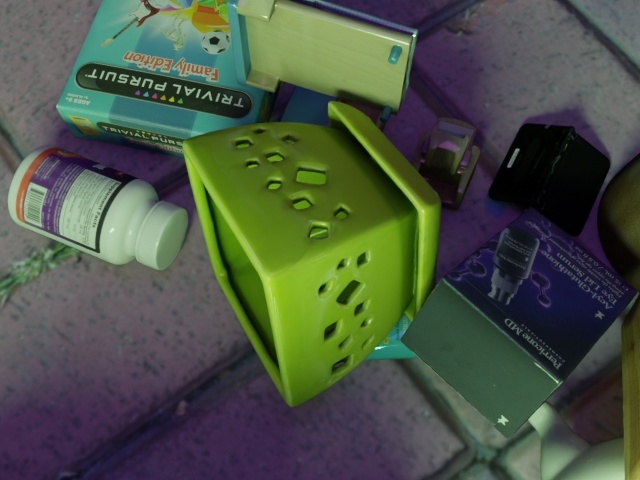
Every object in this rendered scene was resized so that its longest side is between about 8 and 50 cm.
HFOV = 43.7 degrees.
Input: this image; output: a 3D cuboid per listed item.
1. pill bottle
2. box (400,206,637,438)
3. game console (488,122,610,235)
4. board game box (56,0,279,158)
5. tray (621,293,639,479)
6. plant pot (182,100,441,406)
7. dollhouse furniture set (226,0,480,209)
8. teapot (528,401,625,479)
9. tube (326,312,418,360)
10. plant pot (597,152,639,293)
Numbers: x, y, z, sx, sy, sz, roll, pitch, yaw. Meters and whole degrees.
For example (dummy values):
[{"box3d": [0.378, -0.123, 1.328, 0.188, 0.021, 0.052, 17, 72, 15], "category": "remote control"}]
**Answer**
[{"box3d": [-0.263, -0.035, 0.960, 0.193, 0.108, 0.108, 21, 69, 10], "category": "pill bottle"}, {"box3d": [0.213, 0.081, 0.849, 0.153, 0.108, 0.207, 41, 44, 16], "category": "box"}, {"box3d": [0.290, -0.079, 1.011, 0.107, 0.071, 0.122, 12, 64, 40], "category": "game console"}, {"box3d": [-0.168, -0.277, 1.075, 0.253, 0.079, 0.336, 12, 68, 7], "category": "board game box"}, {"box3d": [0.384, 0.157, 0.716, 0.202, 0.411, 0.076, 28, 109, 13], "category": "tray"}, {"box3d": [0.000, 0.000, 0.858, 0.207, 0.227, 0.228, -24, 50, -15], "category": "plant pot"}, {"box3d": [0.071, -0.225, 0.918, 0.286, 0.303, 0.198, 17, 67, 9], "category": "dollhouse furniture set"}, {"box3d": [0.326, 0.298, 0.765, 0.252, 0.187, 0.256, -3, 93, 21], "category": "teapot"}, {"box3d": [0.053, 0.109, 0.924, 0.207, 0.052, 0.080, -2, 54, 6], "category": "tube"}, {"box3d": [0.445, -0.058, 0.877, 0.215, 0.230, 0.215, -1, 67, 2], "category": "plant pot"}]
